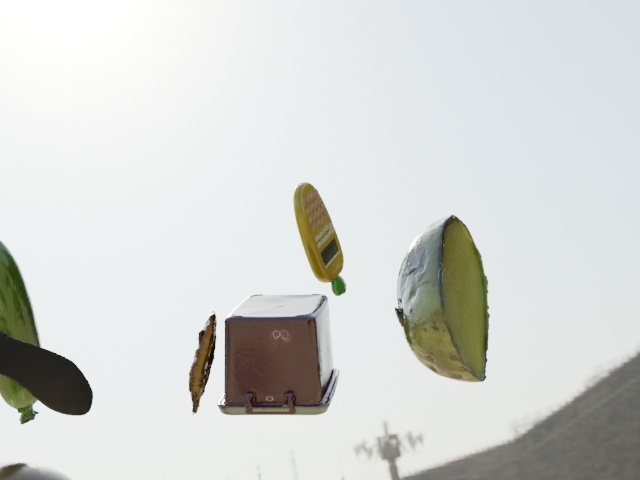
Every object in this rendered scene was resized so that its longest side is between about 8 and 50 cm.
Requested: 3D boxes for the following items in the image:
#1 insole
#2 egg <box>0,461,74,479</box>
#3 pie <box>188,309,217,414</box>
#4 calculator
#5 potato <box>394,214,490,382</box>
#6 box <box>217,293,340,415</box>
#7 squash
[{"bbox_3d":[-0.434,0.193,1.449,0.005,0.086,0.253,-13,-38,34],"label":"insole"},{"bbox_3d":[-0.530,0.531,1.553,0.374,0.301,0.301,-41,-1,-36],"label":"egg"},{"bbox_3d":[-0.198,0.197,1.649,0.033,0.191,0.088,15,18,7],"label":"pie"},{"bbox_3d":[0.000,0.000,1.859,0.032,0.235,0.146,-14,13,21],"label":"calculator"},{"bbox_3d":[0.163,0.082,1.383,0.111,0.271,0.160,-20,-52,27],"label":"potato"},{"bbox_3d":[-0.071,0.192,1.693,0.193,0.167,0.294,-3,5,6],"label":"box"},{"bbox_3d":[-0.587,0.169,1.819,0.107,0.395,0.107,-5,21,2],"label":"squash"}]
